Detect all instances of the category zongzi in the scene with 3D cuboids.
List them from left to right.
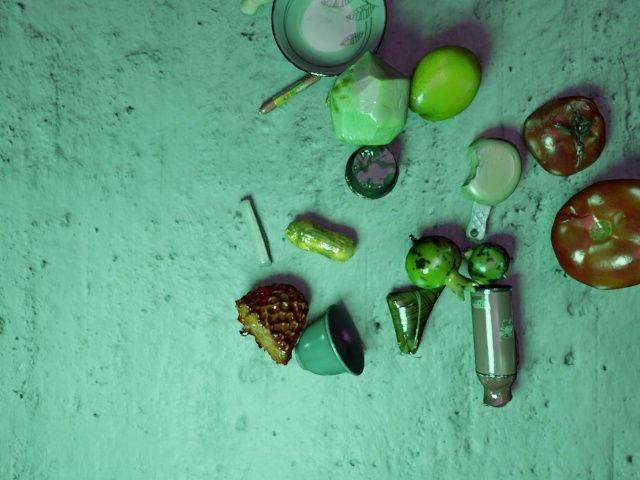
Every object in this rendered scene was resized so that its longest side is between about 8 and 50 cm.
[{"bbox_3d":[0.291,0.222,1.213,0.184,0.084,0.187,-14,96,-8],"label":"zongzi"}]

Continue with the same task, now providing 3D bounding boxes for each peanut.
[{"bbox_3d":[0.000,0.000,1.218,0.206,0.087,0.087,19,90,0],"label":"peanut"}]

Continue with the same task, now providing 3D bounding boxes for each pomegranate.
[{"bbox_3d":[0.327,0.070,1.153,0.220,0.156,0.156,30,91,43],"label":"pomegranate"},{"bbox_3d":[0.446,0.055,1.195,0.161,0.122,0.122,27,90,29],"label":"pomegranate"}]

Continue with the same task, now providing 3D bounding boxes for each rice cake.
[{"bbox_3d":[-0.189,-0.020,1.249,0.047,0.036,0.207,-20,89,14],"label":"rice cake"}]

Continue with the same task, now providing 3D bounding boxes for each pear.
[{"bbox_3d":[0.323,-0.415,1.162,0.187,0.187,0.220,41,75,2],"label":"pear"}]

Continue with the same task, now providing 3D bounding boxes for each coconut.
[{"bbox_3d":[0.126,-0.367,1.120,0.204,0.236,0.236,-7,89,-11],"label":"coconut"}]

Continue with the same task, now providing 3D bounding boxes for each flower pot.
[{"bbox_3d":[0.148,-0.199,1.204,0.157,0.107,0.158,0,88,1],"label":"flower pot"}]

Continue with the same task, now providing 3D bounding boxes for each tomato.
[{"bbox_3d":[0.691,-0.300,1.192,0.227,0.101,0.228,0,88,-1],"label":"tomato"},{"bbox_3d":[0.775,-0.008,1.118,0.226,0.298,0.299,15,90,-38],"label":"tomato"}]

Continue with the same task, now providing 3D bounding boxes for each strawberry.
[{"bbox_3d":[-0.116,0.214,1.187,0.178,0.234,0.234,-37,88,-26],"label":"strawberry"}]

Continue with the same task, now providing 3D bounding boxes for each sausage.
[{"bbox_3d":[-0.089,-0.428,1.252,0.223,0.029,0.029,-32,88,1],"label":"sausage"}]

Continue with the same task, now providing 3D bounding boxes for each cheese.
[{"bbox_3d":[0.461,-0.141,1.205,0.163,0.082,0.287,16,91,3],"label":"cheese"}]

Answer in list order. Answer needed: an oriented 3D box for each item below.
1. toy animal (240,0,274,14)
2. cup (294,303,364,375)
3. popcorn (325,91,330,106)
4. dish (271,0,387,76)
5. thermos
[{"bbox_3d":[-0.144,-0.793,1.191,0.212,0.195,0.257,-10,87,-8],"label":"toy animal"},{"bbox_3d":[0.010,0.295,1.181,0.149,0.199,0.199,-27,88,19],"label":"cup"},{"bbox_3d":[0.043,-0.404,1.235,0.059,0.068,0.083,-24,53,-7],"label":"popcorn"},{"bbox_3d":[0.023,-0.606,1.206,0.316,0.106,0.317,0,97,1],"label":"dish"},{"bbox_3d":[0.485,0.290,1.196,0.109,0.136,0.331,-4,89,29],"label":"thermos"}]
